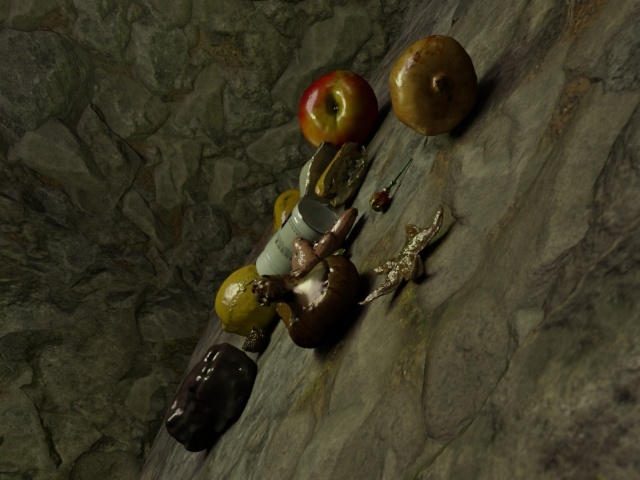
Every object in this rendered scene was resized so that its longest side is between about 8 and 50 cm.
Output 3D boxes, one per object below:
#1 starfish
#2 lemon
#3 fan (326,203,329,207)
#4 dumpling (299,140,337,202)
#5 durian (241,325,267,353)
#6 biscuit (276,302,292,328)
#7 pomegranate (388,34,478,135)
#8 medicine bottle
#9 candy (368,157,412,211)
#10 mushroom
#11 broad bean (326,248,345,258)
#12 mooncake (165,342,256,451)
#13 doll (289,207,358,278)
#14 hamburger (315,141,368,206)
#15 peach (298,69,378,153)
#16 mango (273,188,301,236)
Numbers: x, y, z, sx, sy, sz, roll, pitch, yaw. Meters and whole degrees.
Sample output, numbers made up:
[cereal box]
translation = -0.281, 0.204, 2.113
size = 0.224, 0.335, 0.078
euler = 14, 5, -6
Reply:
[starfish]
translation = 0.179, 0.031, 1.146
size = 0.277, 0.062, 0.236
euler = -57, 11, 18
[lemon]
translation = -0.274, 0.234, 2.079
size = 0.310, 0.253, 0.253
euler = -57, 11, -12
[fan]
translation = 0.025, -0.147, 2.377
size = 0.083, 0.004, 0.056
euler = -51, 14, 38
[dumpling]
translation = 0.018, -0.282, 2.205
size = 0.181, 0.341, 0.260
euler = 24, 110, 43
[durian]
translation = -0.234, 0.373, 1.975
size = 0.110, 0.071, 0.140
euler = -42, -26, -38
[biscuit]
translation = -0.102, 0.189, 1.653
size = 0.231, 0.025, 0.131
euler = -148, 67, -74
[pomegranate]
translation = 0.284, -0.389, 1.341
size = 0.248, 0.248, 0.248
euler = -55, 12, 18
[medicine bottle]
translation = -0.086, 0.024, 1.951
size = 0.332, 0.189, 0.190
euler = -51, 14, 33
[candy]
translation = 0.213, -0.168, 1.566
size = 0.201, 0.060, 0.060
euler = -53, 11, -10
[mushroom]
translation = -0.010, 0.137, 1.376
size = 0.267, 0.255, 0.267
euler = -28, 19, 11
[broad bean]
translation = -0.018, 0.154, 1.640
size = 0.325, 0.067, 0.075
euler = -54, -3, 11
[mooncake]
translation = -0.401, 0.553, 1.938
size = 0.381, 0.212, 0.351
euler = -54, 6, 15
[doll]
translation = 0.000, 0.000, 1.730
size = 0.303, 0.156, 0.201
euler = -57, -11, 5
[hamburger]
translation = 0.085, -0.244, 2.045
size = 0.283, 0.143, 0.156
euler = -59, 6, -25
[peach]
translation = 0.082, -0.568, 2.380
size = 0.388, 0.388, 0.388
euler = -55, 12, 18
[mango]
translation = -0.109, -0.067, 2.273
size = 0.365, 0.182, 0.253
euler = -98, 12, -49
